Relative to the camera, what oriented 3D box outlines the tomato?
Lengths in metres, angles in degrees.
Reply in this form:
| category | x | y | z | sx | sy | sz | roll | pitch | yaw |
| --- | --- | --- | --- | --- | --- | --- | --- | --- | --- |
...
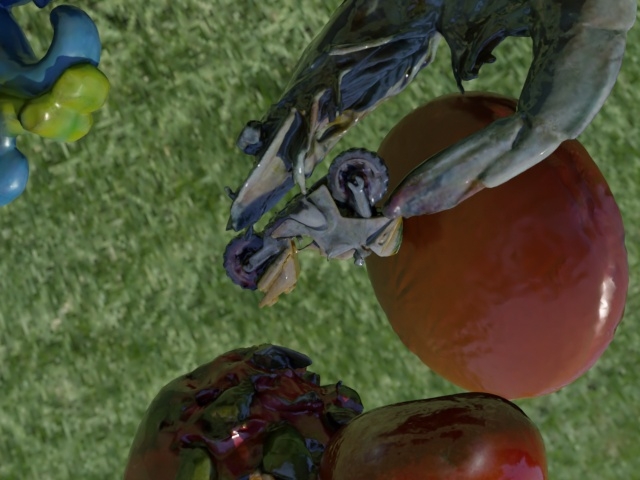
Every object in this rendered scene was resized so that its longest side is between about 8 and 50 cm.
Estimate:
| category | x | y | z | sx | sy | sz | roll | pitch | yaw |
| --- | --- | --- | --- | --- | --- | --- | --- | --- | --- |
| tomato | 0.079 | 0.178 | 0.888 | 0.151 | 0.187 | 0.187 | -58 | 161 | -34 |

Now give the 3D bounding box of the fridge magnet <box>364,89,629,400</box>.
| category | x | y | z | sx | sy | sz | roll | pitch | yaw |
| --- | --- | --- | --- | --- | --- | --- | --- | --- | --- |
| fridge magnet | 0.196 | 0.006 | 1.480 | 0.155 | 0.363 | 0.363 | -21 | 149 | -44 |

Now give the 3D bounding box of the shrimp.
| category | x | y | z | sx | sy | sz | roll | pitch | yaw |
| --- | --- | --- | --- | --- | --- | --- | --- | --- | --- |
| shrimp | 0.075 | -0.111 | 0.938 | 0.360 | 0.247 | 0.085 | -39 | 138 | 3 |

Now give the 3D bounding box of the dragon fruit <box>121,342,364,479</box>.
| category | x | y | z | sx | sy | sz | roll | pitch | yaw |
| --- | --- | --- | --- | --- | --- | --- | --- | --- | --- |
| dragon fruit | -0.043 | 0.237 | 1.059 | 0.237 | 0.303 | 0.231 | -24 | 154 | 33 |

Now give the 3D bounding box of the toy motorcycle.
| category | x | y | z | sx | sy | sz | roll | pitch | yaw |
| --- | --- | --- | --- | --- | --- | --- | --- | --- | --- |
| toy motorcycle | 0.000 | 0.000 | 1.464 | 0.229 | 0.094 | 0.130 | -38 | 101 | 17 |

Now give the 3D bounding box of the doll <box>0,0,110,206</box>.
| category | x | y | z | sx | sy | sz | roll | pitch | yaw |
| --- | --- | --- | --- | --- | --- | --- | --- | --- | --- |
| doll | -0.253 | -0.166 | 0.885 | 0.346 | 0.341 | 0.099 | -34 | 154 | 25 |
